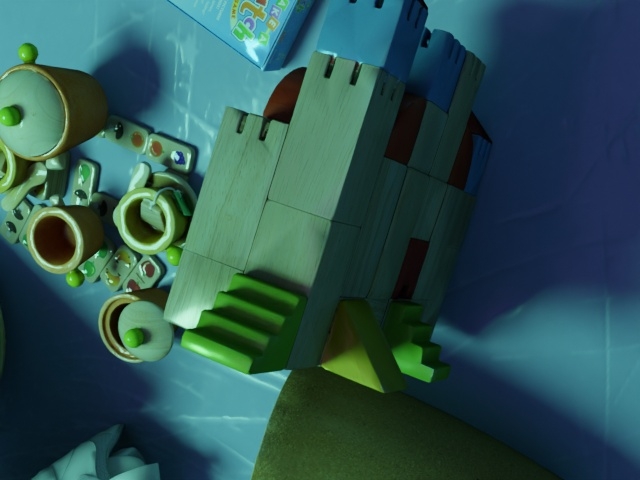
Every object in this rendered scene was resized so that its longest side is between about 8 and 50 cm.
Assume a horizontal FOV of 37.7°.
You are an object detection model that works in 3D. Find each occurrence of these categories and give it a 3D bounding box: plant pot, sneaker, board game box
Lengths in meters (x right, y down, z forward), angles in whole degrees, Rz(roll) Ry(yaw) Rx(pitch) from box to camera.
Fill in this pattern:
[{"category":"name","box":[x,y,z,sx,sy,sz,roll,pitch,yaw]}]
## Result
[{"category":"plant pot","box":[0.084,0.239,0.803,0.254,0.237,0.237,10,105,12]},{"category":"sneaker","box":[-0.294,0.323,1.066,0.137,0.210,0.366,60,154,7]},{"category":"board game box","box":[-0.090,-0.284,0.883,0.211,0.039,0.160,39,116,18]}]

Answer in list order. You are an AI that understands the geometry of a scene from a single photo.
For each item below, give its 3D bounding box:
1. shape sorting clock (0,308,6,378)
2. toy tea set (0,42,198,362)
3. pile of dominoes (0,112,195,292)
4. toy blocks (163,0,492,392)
[{"category":"shape sorting clock","box":[-0.452,0.109,1.159,0.206,0.040,0.206,8,104,38]},{"category":"toy tea set","box":[-0.248,-0.027,0.948,0.336,0.124,0.200,48,114,5]},{"category":"pile of dominoes","box":[-0.265,-0.048,1.026,0.251,0.040,0.196,23,110,24]},{"category":"toy blocks","box":[0.035,-0.049,0.704,0.190,0.381,0.261,19,93,24]}]
